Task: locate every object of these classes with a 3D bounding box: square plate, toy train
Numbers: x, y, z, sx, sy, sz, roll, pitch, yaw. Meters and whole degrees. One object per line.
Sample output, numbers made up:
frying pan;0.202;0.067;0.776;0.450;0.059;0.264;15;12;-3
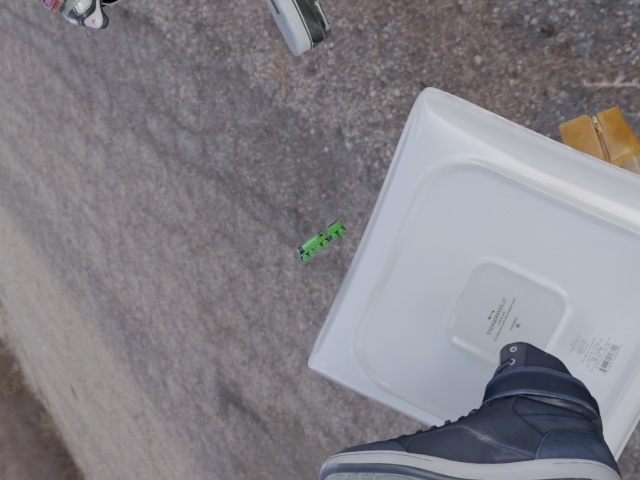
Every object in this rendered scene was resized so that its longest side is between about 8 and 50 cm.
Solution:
square plate;0.190;0.070;0.705;0.344;0.049;0.347;25;109;11
toy train;0.000;0.000;1.038;0.024;0.083;0.017;54;-178;-12

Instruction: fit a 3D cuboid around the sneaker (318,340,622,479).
sneaker;0.120;0.160;0.573;0.226;0.163;0.086;-2;119;12

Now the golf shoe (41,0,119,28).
golf shoe;-0.304;-0.346;0.921;0.067;0.086;0.186;-39;36;41

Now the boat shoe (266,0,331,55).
boat shoe;-0.048;-0.371;0.965;0.078;0.070;0.219;43;163;51

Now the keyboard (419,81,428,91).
keyboard;0.211;-0.208;1.144;0.108;0.023;0.180;39;-163;-15

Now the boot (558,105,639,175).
boot;0.606;-0.175;1.638;0.211;0.295;0.104;64;-173;10
